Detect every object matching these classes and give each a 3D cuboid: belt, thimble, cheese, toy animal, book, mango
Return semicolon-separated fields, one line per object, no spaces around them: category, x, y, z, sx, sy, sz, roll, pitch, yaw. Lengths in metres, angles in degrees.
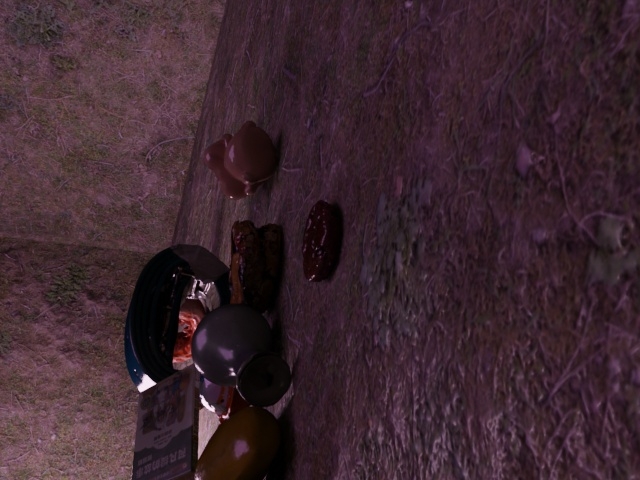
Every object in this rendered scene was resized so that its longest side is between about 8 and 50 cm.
belt;-0.367;0.224;1.925;0.173;0.300;0.436;127;150;-56
thimble;-0.510;0.300;2.512;0.162;0.239;0.239;-114;35;-61
cheese;-0.223;0.371;1.678;0.217;0.129;0.329;171;105;-74
toy animal;-0.196;-0.197;1.784;0.198;0.171;0.171;158;118;-64
book;-0.354;0.436;1.638;0.202;0.027;0.264;-30;45;26
mango;-0.163;0.436;1.430;0.331;0.142;0.195;-58;10;37

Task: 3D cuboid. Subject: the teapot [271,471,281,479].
teapot;-0.083;0.472;1.320;0.110;0.085;0.080;-39;-63;-73

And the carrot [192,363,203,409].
carrot;-0.386;0.483;2.278;0.263;0.102;0.101;108;161;-51

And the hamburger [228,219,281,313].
hamburger;-0.156;0.065;1.628;0.231;0.107;0.230;-177;90;-72

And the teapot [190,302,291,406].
teapot;-0.157;0.241;1.463;0.251;0.184;0.183;29;111;62

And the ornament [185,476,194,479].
ornament;-0.283;0.652;1.590;0.259;0.225;0.259;-173;90;-73

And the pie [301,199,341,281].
pie;0.000;0.000;1.248;0.153;0.038;0.153;-171;90;-76
